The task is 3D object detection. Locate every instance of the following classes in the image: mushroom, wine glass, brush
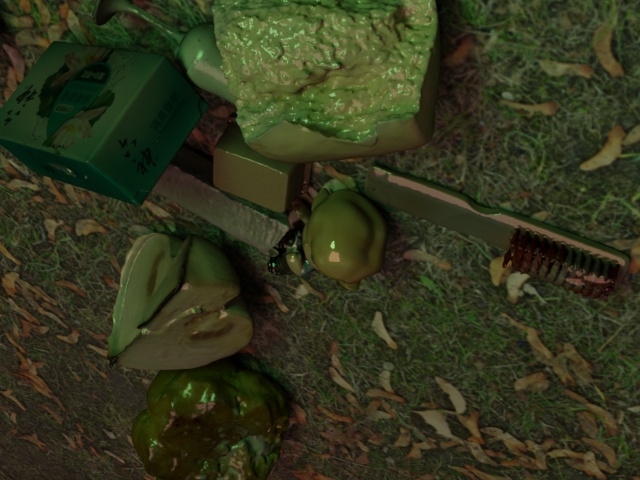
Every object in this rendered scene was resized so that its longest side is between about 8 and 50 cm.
[{"bbox_3d":[-0.189,0.074,1.354,0.173,0.162,0.236,14,138,-36],"label":"mushroom"},{"bbox_3d":[-0.156,-0.228,1.044,0.195,0.079,0.079,31,140,0],"label":"wine glass"},{"bbox_3d":[0.197,-0.007,1.078,0.321,0.050,0.060,22,143,12],"label":"brush"}]

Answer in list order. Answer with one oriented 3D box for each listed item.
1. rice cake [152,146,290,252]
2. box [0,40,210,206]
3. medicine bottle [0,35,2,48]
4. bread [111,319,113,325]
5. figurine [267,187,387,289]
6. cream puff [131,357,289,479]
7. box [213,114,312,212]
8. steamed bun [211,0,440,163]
[{"bbox_3d":[-0.196,-0.091,1.213,0.365,0.056,0.073,26,127,10],"label":"rice cake"},{"bbox_3d":[-0.268,-0.144,1.082,0.244,0.153,0.092,16,159,41],"label":"box"},{"bbox_3d":[-0.512,-0.361,1.088,0.130,0.130,0.341,6,135,26],"label":"medicine bottle"},{"bbox_3d":[-0.273,0.147,1.501,0.132,0.074,0.053,30,122,0],"label":"bread"},{"bbox_3d":[0.000,0.000,1.172,0.108,0.114,0.196,30,157,-34],"label":"figurine"},{"bbox_3d":[-0.182,0.298,1.539,0.281,0.185,0.282,-7,120,-13],"label":"cream puff"},{"bbox_3d":[-0.077,-0.093,1.145,0.122,0.062,0.089,22,139,11],"label":"box"},{"bbox_3d":[0.014,-0.168,0.929,0.225,0.170,0.200,-3,128,25],"label":"steamed bun"}]
